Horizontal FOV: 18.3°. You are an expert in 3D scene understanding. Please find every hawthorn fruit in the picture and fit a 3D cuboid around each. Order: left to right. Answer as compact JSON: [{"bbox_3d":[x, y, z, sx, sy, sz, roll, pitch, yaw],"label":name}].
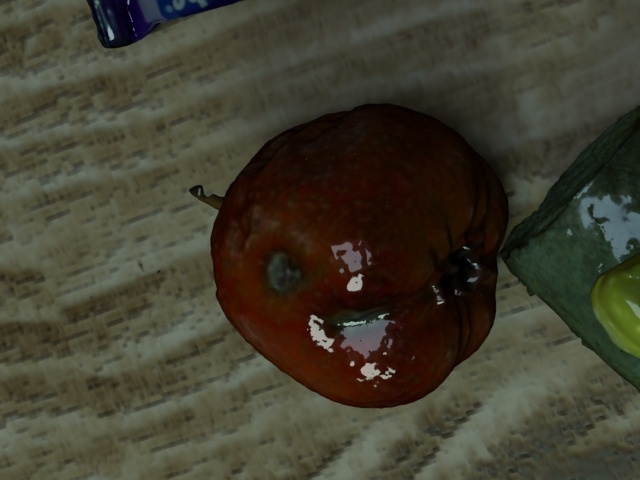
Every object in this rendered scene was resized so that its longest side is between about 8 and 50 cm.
[{"bbox_3d":[0.000,0.000,1.383,0.243,0.207,0.207,16,107,29],"label":"hawthorn fruit"}]

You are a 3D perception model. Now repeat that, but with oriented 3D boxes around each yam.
[{"bbox_3d":[0.259,0.039,1.314,0.268,0.161,0.161,44,112,8],"label":"yam"}]

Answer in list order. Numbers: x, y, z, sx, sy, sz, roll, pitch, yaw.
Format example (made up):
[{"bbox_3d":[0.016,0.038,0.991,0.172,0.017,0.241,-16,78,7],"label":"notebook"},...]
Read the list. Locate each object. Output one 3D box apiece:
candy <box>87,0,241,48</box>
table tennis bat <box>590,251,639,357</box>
[{"bbox_3d":[-0.061,-0.229,1.412,0.275,0.070,0.145,-11,105,17],"label":"candy"},{"bbox_3d":[0.321,-0.050,1.232,0.368,0.054,0.224,-34,80,-11],"label":"table tennis bat"}]
